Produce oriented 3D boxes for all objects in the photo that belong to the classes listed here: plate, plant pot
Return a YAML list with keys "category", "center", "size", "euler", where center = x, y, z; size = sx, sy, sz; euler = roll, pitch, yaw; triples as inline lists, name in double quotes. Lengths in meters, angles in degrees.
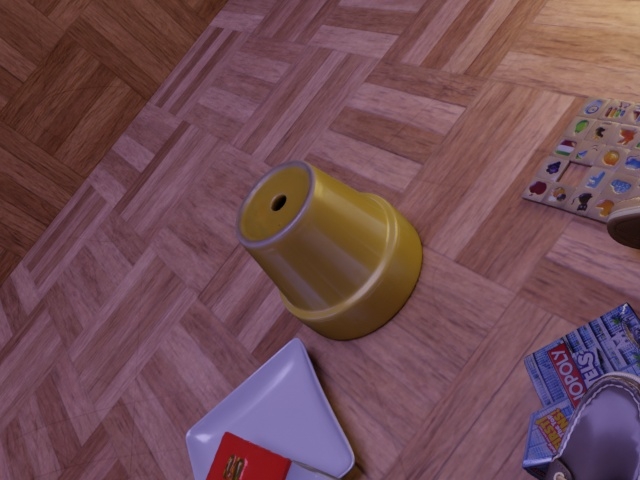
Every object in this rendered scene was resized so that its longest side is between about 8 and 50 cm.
- category: "plate"
  center: [-0.083, 0.333, 1.068]
  size: [0.278, 0.045, 0.277]
  euler: [-43, 38, 9]
- category: "plant pot"
  center: [0.000, 0.000, 1.108]
  size: [0.254, 0.239, 0.254]
  euler: [-26, 43, 27]

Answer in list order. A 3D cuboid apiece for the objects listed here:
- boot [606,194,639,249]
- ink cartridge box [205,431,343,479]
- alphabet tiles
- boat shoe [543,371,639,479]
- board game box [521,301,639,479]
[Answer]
- category: "boot"
  center: [0.481, -0.098, 0.821]
  size: [0.262, 0.095, 0.203]
  euler: [-13, 52, 31]
- category: "ink cartridge box"
  center: [-0.076, 0.442, 0.879]
  size: [0.385, 0.091, 0.308]
  euler: [10, 71, 39]
- category: "alphabet tiles"
  center: [0.431, -0.112, 0.960]
  size: [0.198, 0.009, 0.237]
  euler: [-54, 38, -6]
- category: "boat shoe"
  center: [0.261, 0.285, 0.664]
  size: [0.117, 0.097, 0.324]
  euler: [14, 83, 41]
- category: "board game box"
  center: [0.311, 0.187, 0.785]
  size: [0.194, 0.060, 0.194]
  euler: [-34, 40, 19]
